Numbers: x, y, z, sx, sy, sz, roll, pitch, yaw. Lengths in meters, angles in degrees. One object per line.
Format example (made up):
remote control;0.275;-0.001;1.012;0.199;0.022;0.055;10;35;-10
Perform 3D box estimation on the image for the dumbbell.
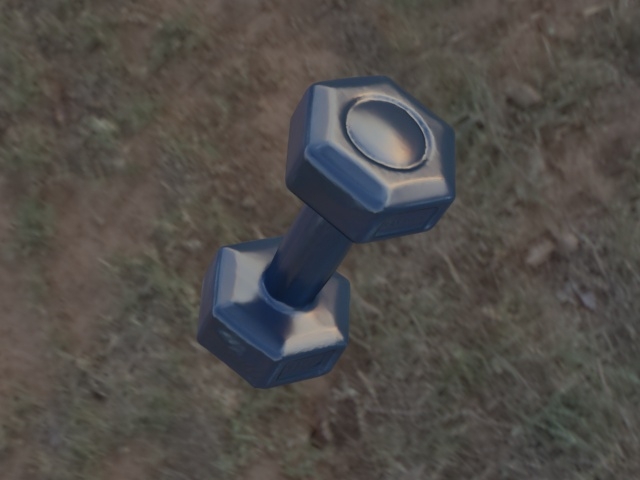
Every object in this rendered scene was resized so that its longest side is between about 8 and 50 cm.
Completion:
dumbbell;-0.001;0.000;1.457;0.156;0.316;0.143;38;46;6
